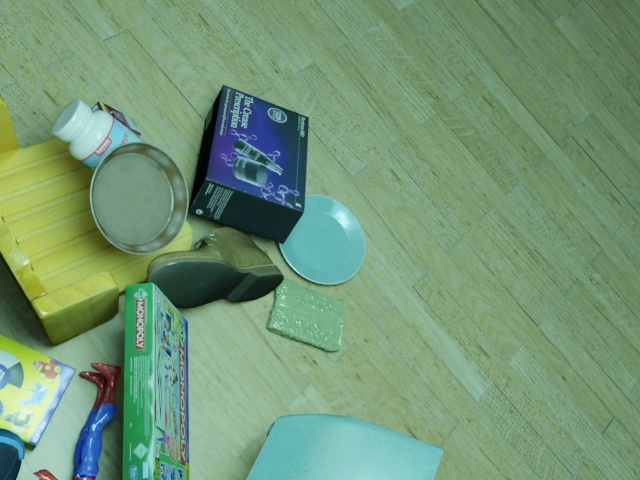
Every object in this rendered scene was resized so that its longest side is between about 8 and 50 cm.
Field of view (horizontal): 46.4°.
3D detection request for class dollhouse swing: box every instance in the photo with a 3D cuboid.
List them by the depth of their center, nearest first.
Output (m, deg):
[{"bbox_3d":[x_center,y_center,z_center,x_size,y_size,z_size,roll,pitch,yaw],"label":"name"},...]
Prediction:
[{"bbox_3d":[-0.368,-0.070,1.161,0.304,0.315,0.347,-29,82,-22],"label":"dollhouse swing"}]

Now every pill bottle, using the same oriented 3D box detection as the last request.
[{"bbox_3d":[-0.328,-0.143,1.153,0.160,0.087,0.087,39,53,-37],"label":"pill bottle"}]

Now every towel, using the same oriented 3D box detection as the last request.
[{"bbox_3d":[-0.022,0.139,1.373,0.148,0.027,0.110,21,61,-18],"label":"towel"}]

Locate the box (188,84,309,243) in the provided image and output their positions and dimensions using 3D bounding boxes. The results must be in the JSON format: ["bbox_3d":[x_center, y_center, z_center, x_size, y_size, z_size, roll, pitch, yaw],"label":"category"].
[{"bbox_3d":[-0.124,-0.143,1.368,0.184,0.103,0.261,20,45,-20],"label":"box"}]

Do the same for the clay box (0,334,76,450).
[{"bbox_3d":[-0.493,0.204,1.099,0.222,0.053,0.128,28,59,-13],"label":"clay box"}]

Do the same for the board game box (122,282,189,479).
[{"bbox_3d":[-0.241,0.246,1.112,0.046,0.213,0.318,-6,68,2],"label":"board game box"}]

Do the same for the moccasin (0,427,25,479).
[{"bbox_3d":[-0.571,0.280,0.969,0.341,0.138,0.117,14,80,-9],"label":"moccasin"}]

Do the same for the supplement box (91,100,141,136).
[{"bbox_3d":[-0.345,-0.184,1.222,0.043,0.055,0.083,58,14,25],"label":"supplement box"}]

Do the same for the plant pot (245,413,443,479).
[{"bbox_3d":[0.005,0.406,1.147,0.252,0.247,0.248,25,58,5],"label":"plant pot"}]

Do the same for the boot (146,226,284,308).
[{"bbox_3d":[-0.189,0.038,1.248,0.305,0.112,0.115,6,48,-60],"label":"boot"}]

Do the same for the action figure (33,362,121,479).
[{"bbox_3d":[-0.376,0.321,1.084,0.139,0.091,0.281,12,62,-28],"label":"action figure"}]

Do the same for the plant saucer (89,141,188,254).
[{"bbox_3d":[-0.275,-0.063,1.122,0.168,0.029,0.169,0,90,-45],"label":"plant saucer"}]

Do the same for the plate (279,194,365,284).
[{"bbox_3d":[0.000,0.000,1.448,0.188,0.024,0.188,11,63,-22],"label":"plate"}]
